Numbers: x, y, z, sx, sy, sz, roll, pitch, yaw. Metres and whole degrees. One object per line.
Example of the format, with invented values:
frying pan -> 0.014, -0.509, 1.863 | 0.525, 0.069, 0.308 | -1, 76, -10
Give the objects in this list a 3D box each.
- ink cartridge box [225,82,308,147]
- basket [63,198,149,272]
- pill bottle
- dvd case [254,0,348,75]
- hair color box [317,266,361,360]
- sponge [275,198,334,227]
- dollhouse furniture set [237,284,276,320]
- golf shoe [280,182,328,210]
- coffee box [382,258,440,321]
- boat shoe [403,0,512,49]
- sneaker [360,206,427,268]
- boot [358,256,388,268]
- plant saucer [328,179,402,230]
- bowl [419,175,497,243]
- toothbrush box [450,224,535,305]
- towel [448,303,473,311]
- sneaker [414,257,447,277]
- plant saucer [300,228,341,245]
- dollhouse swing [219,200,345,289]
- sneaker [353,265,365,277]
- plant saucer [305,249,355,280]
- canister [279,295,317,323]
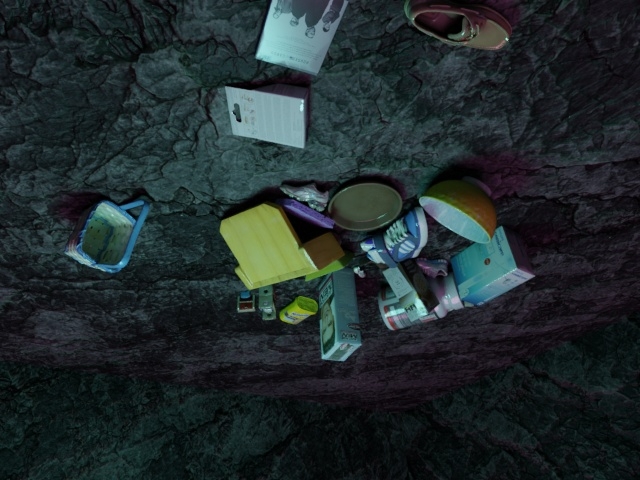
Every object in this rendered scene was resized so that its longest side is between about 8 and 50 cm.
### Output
ink cartridge box -> -0.151, -0.378, 1.425 | 0.232, 0.066, 0.189 | 15, 146, 9
basket -> -0.735, -0.020, 1.689 | 0.289, 0.255, 0.201 | -6, 148, 36
pill bottle -> 0.471, 0.279, 2.253 | 0.362, 0.210, 0.210 | -19, 142, 20
dvd case -> -0.051, -0.540, 1.207 | 0.179, 0.030, 0.239 | 10, 143, -19
hair color box -> 0.077, 0.318, 2.127 | 0.113, 0.375, 0.185 | 10, 142, -19
sponge -> -0.058, -0.099, 1.775 | 0.210, 0.031, 0.117 | 26, 169, -37
dollhouse furniture set -> -0.308, 0.296, 2.268 | 0.183, 0.129, 0.129 | -5, 145, 1
golf shoe -> -0.054, -0.172, 1.706 | 0.176, 0.086, 0.069 | 24, 178, -6
coffee box -> 0.393, 0.205, 2.081 | 0.098, 0.247, 0.141 | -34, 172, 35
boat shoe -> 0.349, -0.531, 1.199 | 0.302, 0.098, 0.109 | 11, 142, -20
sneaker -> 0.280, -0.006, 1.898 | 0.236, 0.130, 0.323 | -9, 152, -4
boot -> 0.240, 0.103, 2.138 | 0.106, 0.037, 0.114 | -23, 145, 28
plant saucer -> 0.165, -0.132, 1.792 | 0.277, 0.041, 0.278 | -2, 144, -2
bowl -> 0.511, -0.132, 1.701 | 0.289, 0.289, 0.156 | 38, 84, -43
toothbrush box -> 0.721, 0.113, 2.041 | 0.126, 0.216, 0.295 | 20, 139, -30
towel -> 0.608, 0.340, 2.466 | 0.324, 0.038, 0.248 | -17, 153, 18
sneaker -> 0.484, 0.129, 2.156 | 0.190, 0.083, 0.071 | 0, 146, -4
plant saucer -> 0.000, 0.000, 1.971 | 0.168, 0.029, 0.168 | -3, 145, -2
dollhouse swing -> -0.158, -0.006, 1.877 | 0.346, 0.305, 0.315 | -18, -175, 33
sneaker -> 0.186, 0.142, 2.186 | 0.037, 0.032, 0.083 | -29, 139, 28
plant saucer -> 0.036, 0.096, 2.026 | 0.188, 0.188, 0.045 | -22, 97, 23
canister -> -0.113, 0.355, 2.421 | 0.126, 0.073, 0.170 | 20, 139, -30
